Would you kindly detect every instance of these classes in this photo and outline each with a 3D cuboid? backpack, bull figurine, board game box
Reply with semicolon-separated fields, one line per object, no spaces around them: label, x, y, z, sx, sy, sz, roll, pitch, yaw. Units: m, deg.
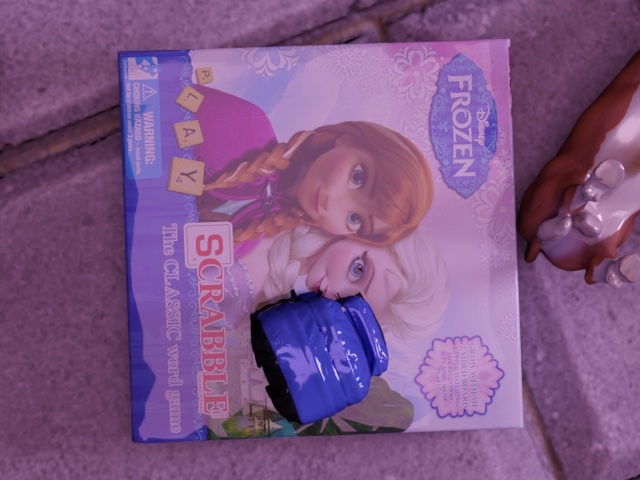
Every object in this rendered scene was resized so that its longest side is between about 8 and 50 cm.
backpack;-0.002;0.082;1.342;0.101;0.120;0.098;-26;91;-1
bull figurine;0.268;-0.098;1.394;0.101;0.188;0.310;32;95;-8
board game box;0.000;0.000;1.434;0.318;0.066;0.318;-3;91;-2
